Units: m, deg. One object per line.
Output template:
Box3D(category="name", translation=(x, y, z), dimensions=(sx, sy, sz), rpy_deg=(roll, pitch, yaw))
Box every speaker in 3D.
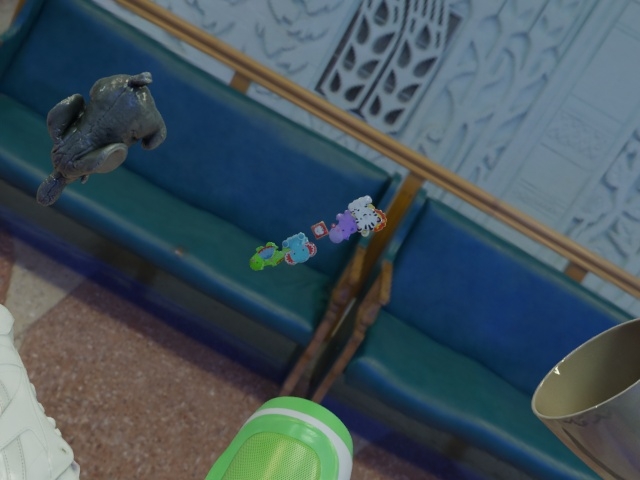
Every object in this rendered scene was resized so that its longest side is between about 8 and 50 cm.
Box3D(category="speaker", translation=(-0.067, 0.287, 0.717), dimensions=(0.131, 0.131, 0.296), rpy_deg=(30, 42, 0))

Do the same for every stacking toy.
Box3D(category="stacking toy", translation=(0.000, 0.000, 1.231), dimensions=(0.167, 0.221, 0.052), rpy_deg=(24, 41, -84))

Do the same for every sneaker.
Box3D(category="sneaker", translation=(-0.283, 0.172, 0.662), dimensions=(0.152, 0.114, 0.305), rpy_deg=(28, 22, -28))

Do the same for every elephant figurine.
Box3D(category="elephant figurine", translation=(-0.395, -0.172, 1.349), dimensions=(0.169, 0.239, 0.186), rpy_deg=(26, -31, 37))

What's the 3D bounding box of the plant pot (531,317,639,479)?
Box3D(category="plant pot", translation=(0.515, 0.302, 1.211), dimensions=(0.274, 0.256, 0.256), rpy_deg=(54, 19, -2))
